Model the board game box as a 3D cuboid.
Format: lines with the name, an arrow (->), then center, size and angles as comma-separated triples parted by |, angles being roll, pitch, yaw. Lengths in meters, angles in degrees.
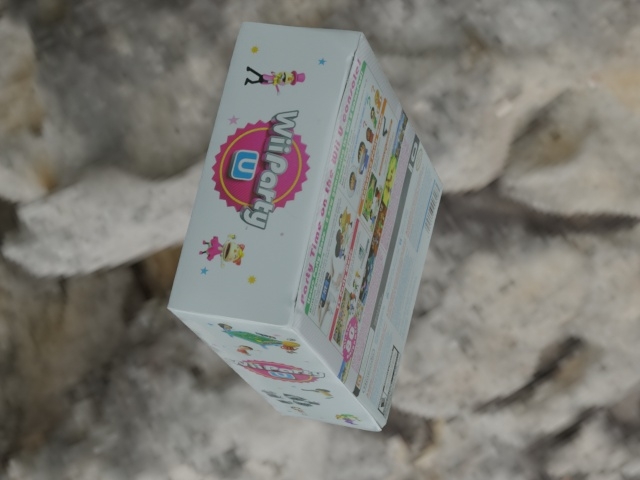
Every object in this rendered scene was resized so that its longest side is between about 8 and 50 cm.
board game box -> 0.000, 0.000, 1.293 | 0.098, 0.224, 0.303 | 8, 163, 17
